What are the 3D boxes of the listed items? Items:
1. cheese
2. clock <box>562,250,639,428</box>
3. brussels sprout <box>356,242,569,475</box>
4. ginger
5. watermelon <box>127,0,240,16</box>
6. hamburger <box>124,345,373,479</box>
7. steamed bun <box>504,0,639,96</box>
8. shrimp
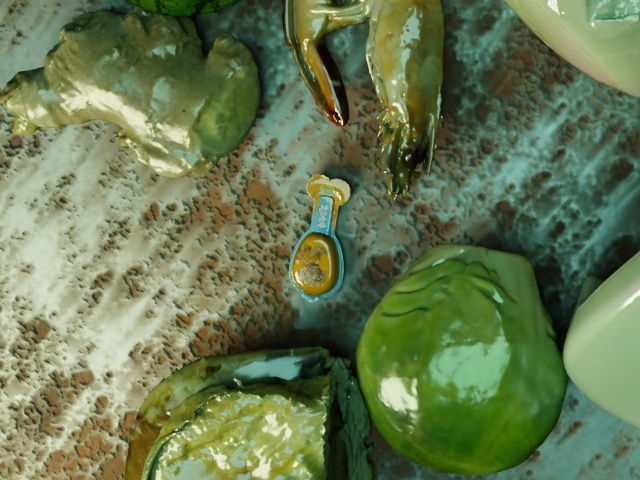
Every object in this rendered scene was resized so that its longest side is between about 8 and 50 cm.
[{"bbox_3d":[0.000,0.000,1.103,0.047,0.017,0.111,11,105,9],"label":"cheese"},{"bbox_3d":[0.339,0.045,0.893,0.265,0.108,0.324,26,143,-1],"label":"clock"},{"bbox_3d":[0.107,0.093,1.032,0.161,0.144,0.180,-9,78,51],"label":"brussels sprout"},{"bbox_3d":[-0.158,-0.133,1.086,0.213,0.074,0.137,16,95,15],"label":"ginger"},{"bbox_3d":[-0.125,-0.224,1.052,0.181,0.092,0.075,16,120,8],"label":"watermelon"},{"bbox_3d":[-0.071,0.232,1.114,0.211,0.132,0.308,3,103,14],"label":"hamburger"},{"bbox_3d":[0.192,-0.223,0.931,0.170,0.152,0.238,-41,93,18],"label":"steamed bun"},{"bbox_3d":[0.035,-0.148,1.041,0.133,0.053,0.236,-6,98,14],"label":"shrimp"}]
